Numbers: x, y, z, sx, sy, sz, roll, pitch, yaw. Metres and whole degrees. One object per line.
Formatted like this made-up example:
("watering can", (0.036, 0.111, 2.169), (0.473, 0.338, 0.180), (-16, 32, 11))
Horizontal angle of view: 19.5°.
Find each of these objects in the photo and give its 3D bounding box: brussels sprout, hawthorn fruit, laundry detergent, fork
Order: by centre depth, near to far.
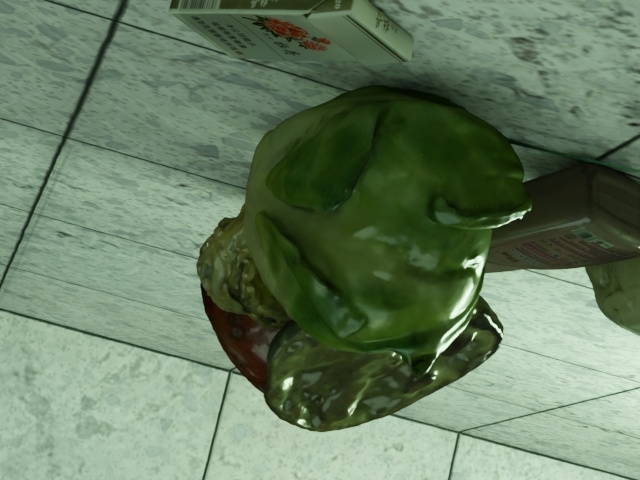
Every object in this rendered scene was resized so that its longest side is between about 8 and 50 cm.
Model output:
("brussels sprout", (0.058, -0.019, 1.798), (0.294, 0.259, 0.227), (14, -159, 29))
("fork", (0.296, -0.077, 1.833), (0.235, 0.021, 0.039), (15, 163, -2))
("laundry detergent", (0.234, -0.004, 1.966), (0.237, 0.076, 0.171), (-19, 151, 40))
("hawthorn fruit", (-0.022, 0.077, 2.306), (0.258, 0.258, 0.261), (10, 139, 14))

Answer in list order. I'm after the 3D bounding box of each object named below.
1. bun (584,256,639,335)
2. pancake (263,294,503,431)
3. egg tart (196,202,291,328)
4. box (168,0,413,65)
("bun", (0.374, 0.051, 2.058), (0.193, 0.128, 0.178), (3, 165, 46))
("pancake", (0.069, 0.130, 2.150), (0.294, 0.049, 0.294), (-10, 148, -7))
("egg tart", (0.000, 0.000, 2.079), (0.288, 0.118, 0.288), (-11, 148, -7))
("box", (-0.027, -0.190, 1.660), (0.198, 0.029, 0.109), (6, 165, 33))
